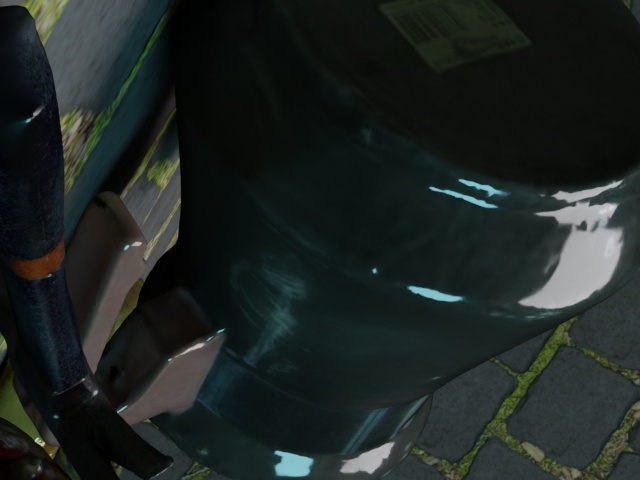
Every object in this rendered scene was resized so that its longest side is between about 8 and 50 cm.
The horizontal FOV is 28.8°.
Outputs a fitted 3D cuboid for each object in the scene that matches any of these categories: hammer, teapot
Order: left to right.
[{"bbox_3d":[-0.105,0.014,0.463,0.037,0.137,0.290,-31,163,-20],"label":"hammer"},{"bbox_3d":[0.000,0.000,0.786,0.376,0.306,0.362,-19,151,-36],"label":"teapot"}]

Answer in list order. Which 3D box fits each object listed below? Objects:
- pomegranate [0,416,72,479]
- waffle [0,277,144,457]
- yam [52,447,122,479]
[{"bbox_3d":[-0.164,0.144,0.509,0.169,0.148,0.148,-41,-166,44],"label":"pomegranate"},{"bbox_3d":[-0.223,0.143,0.938,0.274,0.057,0.168,-58,-179,10],"label":"waffle"},{"bbox_3d":[-0.189,0.190,0.959,0.132,0.054,0.054,-57,-177,46],"label":"yam"}]
